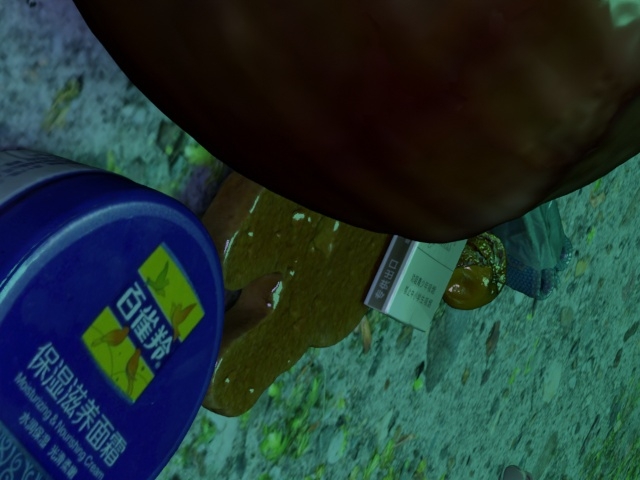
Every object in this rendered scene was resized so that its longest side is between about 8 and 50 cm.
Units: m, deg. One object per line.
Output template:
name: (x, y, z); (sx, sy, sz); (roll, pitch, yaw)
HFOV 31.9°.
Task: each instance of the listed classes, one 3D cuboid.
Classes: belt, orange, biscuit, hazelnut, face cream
belt: (0.204, -0.037, 1.169); (0.087, 0.072, 0.302); (-59, 147, -22)
orange: (0.161, 0.034, 1.153); (0.086, 0.062, 0.086); (-39, 142, -39)
biscuit: (0.000, 0.000, 0.885); (0.334, 0.047, 0.202); (-32, 136, -49)
hazelnut: (0.059, -0.214, 0.541); (0.353, 0.421, 0.421); (-91, -178, -58)
face cream: (-0.157, 0.056, 0.618); (0.206, 0.111, 0.206); (-37, 138, -43)

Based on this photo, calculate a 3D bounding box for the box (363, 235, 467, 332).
box: (0.106, -0.020, 0.983); (0.198, 0.029, 0.109); (-66, 154, -3)

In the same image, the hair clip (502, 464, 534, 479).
hair clip: (0.239, 0.416, 1.555); (0.072, 0.034, 0.226); (18, 94, -60)
